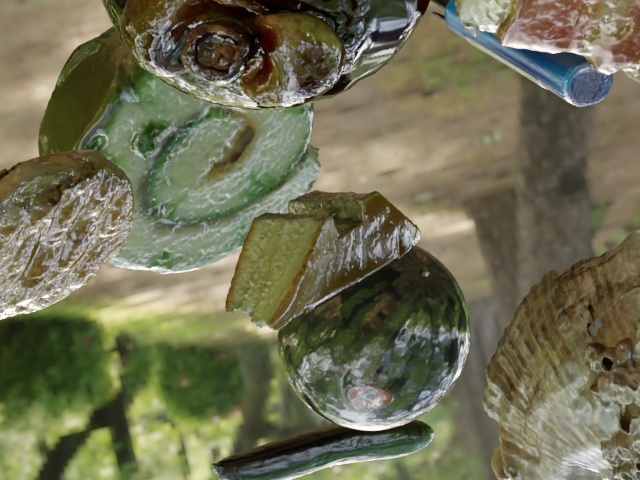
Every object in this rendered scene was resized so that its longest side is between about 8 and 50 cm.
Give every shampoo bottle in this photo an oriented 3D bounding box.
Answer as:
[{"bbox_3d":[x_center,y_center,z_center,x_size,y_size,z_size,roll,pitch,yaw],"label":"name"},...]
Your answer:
[{"bbox_3d":[0.179,-0.185,1.628,0.087,0.183,0.050,7,115,-56],"label":"shampoo bottle"}]

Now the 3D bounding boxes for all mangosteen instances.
[{"bbox_3d":[-0.040,-0.231,1.465,0.297,0.293,0.297,-17,155,-9],"label":"mangosteen"}]

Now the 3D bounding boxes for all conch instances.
[{"bbox_3d":[0.211,0.091,1.163,0.245,0.178,0.163,-26,164,23],"label":"conch"}]

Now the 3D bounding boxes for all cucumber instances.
[{"bbox_3d":[0.004,0.242,2.052,0.284,0.056,0.056,-8,172,-24],"label":"cucumber"}]

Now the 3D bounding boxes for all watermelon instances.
[{"bbox_3d":[0.059,0.099,1.915,0.212,0.212,0.212,-14,174,-1],"label":"watermelon"}]

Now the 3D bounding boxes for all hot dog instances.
[{"bbox_3d":[0.180,-0.176,1.145,0.213,0.103,0.146,18,140,-21],"label":"hot dog"}]

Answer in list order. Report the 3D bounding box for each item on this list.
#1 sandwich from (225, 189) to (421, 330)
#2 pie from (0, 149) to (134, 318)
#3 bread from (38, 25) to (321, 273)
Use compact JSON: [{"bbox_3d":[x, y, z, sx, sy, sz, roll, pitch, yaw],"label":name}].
[{"bbox_3d":[0.000,0.000,1.757,0.090,0.088,0.244,11,-152,36],"label":"sandwich"},{"bbox_3d":[-0.224,0.001,1.355,0.195,0.046,0.195,-34,159,-15],"label":"pie"},{"bbox_3d":[-0.146,-0.122,2.130,0.382,0.129,0.366,9,128,-42],"label":"bread"}]
